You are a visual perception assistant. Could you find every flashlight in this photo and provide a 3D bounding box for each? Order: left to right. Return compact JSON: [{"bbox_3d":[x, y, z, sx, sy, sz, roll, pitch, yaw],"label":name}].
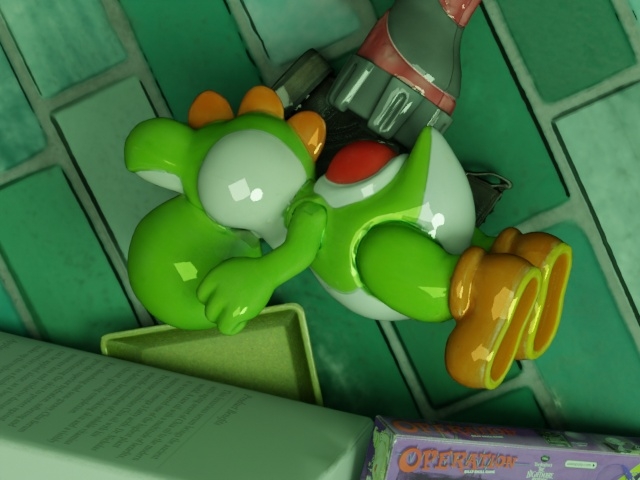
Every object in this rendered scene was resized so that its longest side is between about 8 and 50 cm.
[{"bbox_3d":[0.124,-0.212,1.420,0.103,0.103,0.304,34,93,-2],"label":"flashlight"}]

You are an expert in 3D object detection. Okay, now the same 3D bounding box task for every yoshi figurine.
[{"bbox_3d":[-0.004,0.024,1.383,0.362,0.203,0.203,22,148,20],"label":"yoshi figurine"}]

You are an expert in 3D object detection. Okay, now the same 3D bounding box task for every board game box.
[{"bbox_3d":[0.184,0.261,1.484,0.347,0.056,0.208,8,108,-24],"label":"board game box"}]

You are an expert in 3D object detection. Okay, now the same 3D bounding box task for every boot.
[{"bbox_3d":[0.007,-0.011,1.514,0.229,0.091,0.263,41,102,-1],"label":"boot"}]

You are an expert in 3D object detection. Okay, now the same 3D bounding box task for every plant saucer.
[{"bbox_3d":[-0.085,0.155,1.585,0.188,0.045,0.188,-10,100,11],"label":"plant saucer"}]

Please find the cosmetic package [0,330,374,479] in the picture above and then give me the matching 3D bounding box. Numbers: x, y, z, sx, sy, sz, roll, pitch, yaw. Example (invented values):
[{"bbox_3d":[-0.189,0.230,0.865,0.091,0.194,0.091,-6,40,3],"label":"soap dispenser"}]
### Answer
[{"bbox_3d":[-0.207,0.204,1.474,0.453,0.230,0.161,12,107,15],"label":"cosmetic package"}]
